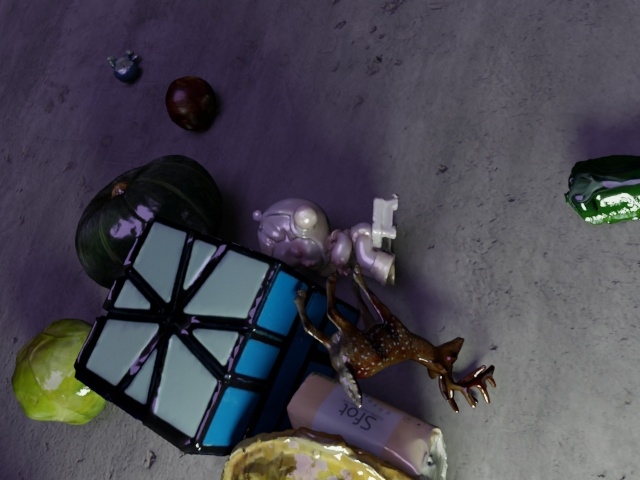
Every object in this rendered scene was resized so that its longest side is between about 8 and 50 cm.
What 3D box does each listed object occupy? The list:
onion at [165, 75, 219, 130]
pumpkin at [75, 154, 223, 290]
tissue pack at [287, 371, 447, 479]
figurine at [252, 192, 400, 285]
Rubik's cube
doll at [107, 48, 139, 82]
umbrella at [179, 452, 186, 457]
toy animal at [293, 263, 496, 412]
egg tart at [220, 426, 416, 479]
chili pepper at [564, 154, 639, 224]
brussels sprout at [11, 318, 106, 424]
[{"bbox_3d":[-0.286,-0.304,1.290,0.118,0.118,0.117,-3,66,28],"label":"onion"},{"bbox_3d":[-0.320,-0.030,1.126,0.300,0.207,0.300,-30,31,20],"label":"pumpkin"},{"bbox_3d":[0.068,0.302,0.828,0.222,0.186,0.090,19,44,34],"label":"tissue pack"},{"bbox_3d":[0.001,-0.011,0.966,0.256,0.182,0.145,6,88,10],"label":"figurine"},{"bbox_3d":[-0.155,0.159,0.937,0.293,0.283,0.288,20,81,36],"label":"Rubik's cube"},{"bbox_3d":[-0.489,-0.438,1.485,0.076,0.050,0.083,-25,58,-2],"label":"doll"},{"bbox_3d":[-0.211,0.355,1.058,0.122,0.013,0.022,-36,80,12],"label":"umbrella"},{"bbox_3d":[0.100,0.155,0.827,0.260,0.243,0.087,56,139,20],"label":"toy animal"},{"bbox_3d":[-0.001,0.389,0.758,0.341,0.341,0.129,-1,30,29],"label":"egg tart"},{"bbox_3d":[0.457,-0.088,0.826,0.216,0.062,0.108,-9,68,24],"label":"chili pepper"},{"bbox_3d":[-0.502,0.256,1.165,0.223,0.161,0.223,-6,74,21],"label":"brussels sprout"}]
